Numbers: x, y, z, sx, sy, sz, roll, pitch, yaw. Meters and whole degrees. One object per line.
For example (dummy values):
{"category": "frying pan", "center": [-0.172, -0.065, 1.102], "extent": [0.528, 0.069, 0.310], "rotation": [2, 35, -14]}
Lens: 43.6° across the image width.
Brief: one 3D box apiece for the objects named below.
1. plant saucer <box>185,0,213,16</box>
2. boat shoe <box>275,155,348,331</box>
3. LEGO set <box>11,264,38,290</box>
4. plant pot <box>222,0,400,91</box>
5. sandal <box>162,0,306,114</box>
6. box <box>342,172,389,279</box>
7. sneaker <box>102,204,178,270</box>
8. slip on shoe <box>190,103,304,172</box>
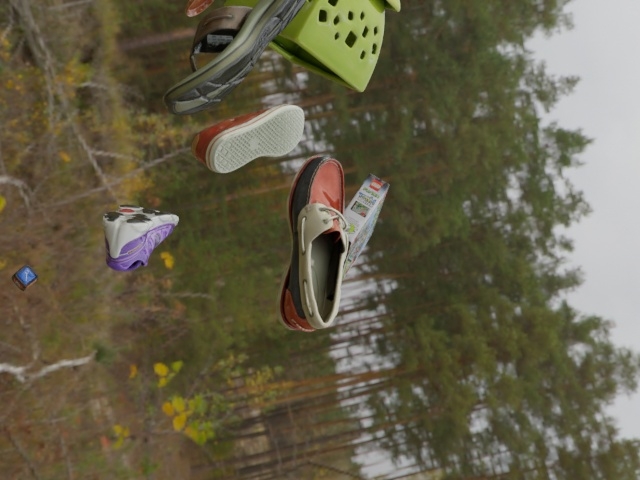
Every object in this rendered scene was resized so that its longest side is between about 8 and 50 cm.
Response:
{"category": "plant saucer", "center": [-0.239, -0.483, 1.606], "extent": [0.013, 0.083, 0.083], "rotation": [49, -3, 1]}
{"category": "boat shoe", "center": [0.000, 0.000, 0.590], "extent": [0.043, 0.049, 0.137], "rotation": [-12, -116, 54]}
{"category": "LEGO set", "center": [-0.448, 0.020, 0.885], "extent": [0.060, 0.244, 0.183], "rotation": [-32, -110, 58]}
{"category": "plant pot", "center": [-0.002, -0.437, 1.482], "extent": [0.228, 0.207, 0.227], "rotation": [34, 5, 38]}
{"category": "sandal", "center": [-0.124, -0.295, 1.140], "extent": [0.086, 0.303, 0.120], "rotation": [38, -15, 0]}
{"category": "box", "center": [0.051, -0.011, 1.262], "extent": [0.114, 0.036, 0.207], "rotation": [-56, 172, -20]}
{"category": "sneaker", "center": [-0.219, -0.002, 0.942], "extent": [0.170, 0.068, 0.071], "rotation": [-47, 148, -78]}
{"category": "slip on shoe", "center": [-0.153, -0.238, 1.783], "extent": [0.101, 0.331, 0.123], "rotation": [24, -55, 32]}
